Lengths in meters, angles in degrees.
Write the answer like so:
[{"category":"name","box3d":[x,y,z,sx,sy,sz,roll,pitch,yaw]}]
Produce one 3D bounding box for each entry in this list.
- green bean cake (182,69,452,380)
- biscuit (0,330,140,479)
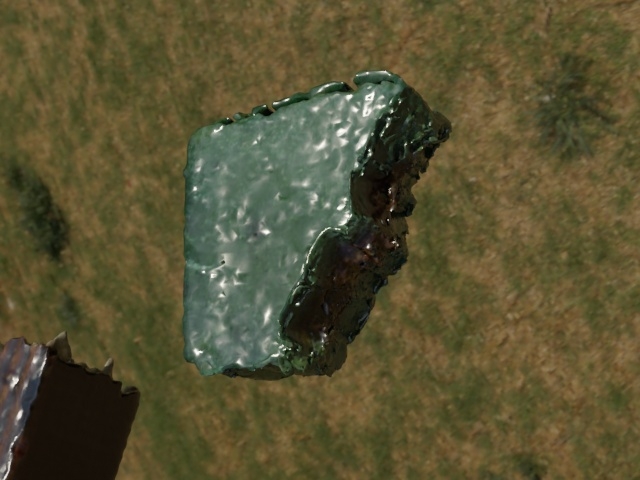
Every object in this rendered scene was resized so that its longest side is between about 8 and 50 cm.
[{"category":"green bean cake","box3d":[0.000,0.000,0.714,0.193,0.107,0.208,-10,68,27]},{"category":"biscuit","box3d":[-0.205,0.187,0.647,0.070,0.106,0.252,5,71,30]}]
